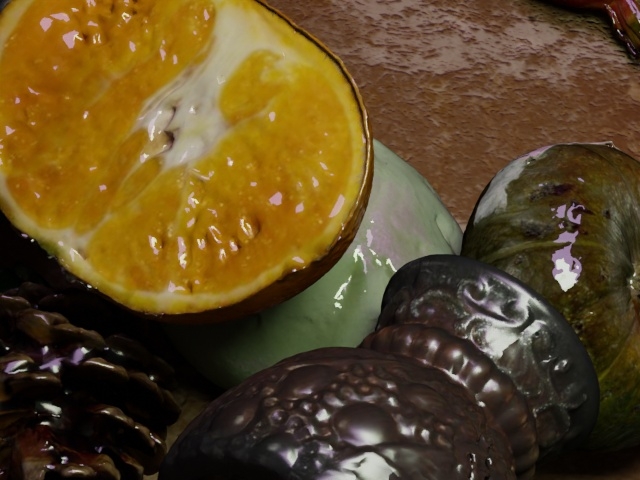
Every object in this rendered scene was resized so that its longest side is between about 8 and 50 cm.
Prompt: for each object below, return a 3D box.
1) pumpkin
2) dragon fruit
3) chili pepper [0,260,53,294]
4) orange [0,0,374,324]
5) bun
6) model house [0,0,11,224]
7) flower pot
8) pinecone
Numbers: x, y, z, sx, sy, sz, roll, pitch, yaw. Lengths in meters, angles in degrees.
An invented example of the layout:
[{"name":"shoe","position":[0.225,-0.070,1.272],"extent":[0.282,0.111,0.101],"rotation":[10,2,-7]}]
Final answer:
[{"name":"pumpkin","position":[0.231,0.048,1.562],"extent":[0.260,0.189,0.260],"rotation":[13,67,-35]},{"name":"dragon fruit","position":[0.288,-0.273,2.004],"extent":[0.125,0.125,0.246],"rotation":[-17,66,-43]},{"name":"chili pepper","position":[-0.288,0.077,1.571],"extent":[0.216,0.062,0.108],"rotation":[-16,27,-22]},{"name":"orange","position":[-0.113,-0.083,1.445],"extent":[0.310,0.274,0.274],"rotation":[35,45,-7]},{"name":"bun","position":[0.000,0.000,1.611],"extent":[0.293,0.187,0.293],"rotation":[7,46,-7]},{"name":"model house","position":[-0.331,-0.130,1.655],"extent":[0.298,0.243,0.284],"rotation":[40,43,21]},{"name":"flower pot","position":[0.056,0.160,1.391],"extent":[0.266,0.266,0.267],"rotation":[29,52,18]},{"name":"pinecone","position":[-0.205,0.134,1.453],"extent":[0.184,0.179,0.205],"rotation":[4,58,25]}]
